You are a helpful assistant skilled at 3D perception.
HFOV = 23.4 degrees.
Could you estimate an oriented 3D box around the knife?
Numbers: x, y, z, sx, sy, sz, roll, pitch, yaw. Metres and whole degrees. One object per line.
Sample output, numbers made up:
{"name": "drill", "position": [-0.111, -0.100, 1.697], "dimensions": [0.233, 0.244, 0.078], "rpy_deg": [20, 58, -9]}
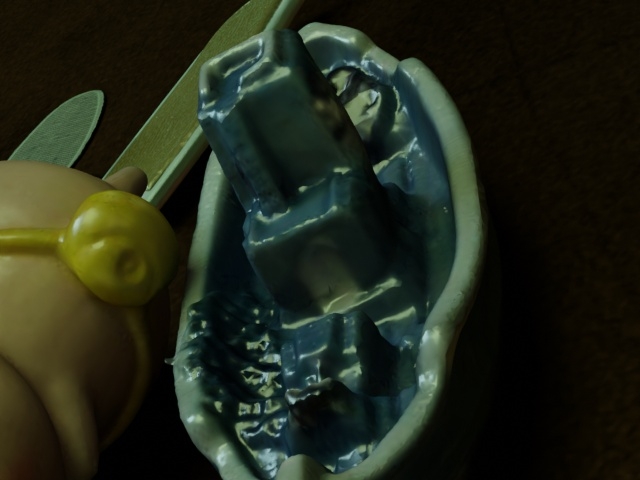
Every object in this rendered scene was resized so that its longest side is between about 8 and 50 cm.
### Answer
{"name": "knife", "position": [-0.099, -0.023, 0.832], "dimensions": [0.061, 0.027, 0.343], "rpy_deg": [3, 52, 49]}

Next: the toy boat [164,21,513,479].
{"name": "toy boat", "position": [0.000, 0.000, 0.593], "dimensions": [0.129, 0.142, 0.309], "rpy_deg": [-24, 32, 17]}

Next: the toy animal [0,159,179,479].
{"name": "toy animal", "position": [-0.141, 0.056, 0.629], "dimensions": [0.149, 0.165, 0.248], "rpy_deg": [25, 43, 19]}

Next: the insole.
{"name": "insole", "position": [-0.193, -0.014, 0.937], "dimensions": [0.080, 0.003, 0.232], "rpy_deg": [-11, 39, 36]}
